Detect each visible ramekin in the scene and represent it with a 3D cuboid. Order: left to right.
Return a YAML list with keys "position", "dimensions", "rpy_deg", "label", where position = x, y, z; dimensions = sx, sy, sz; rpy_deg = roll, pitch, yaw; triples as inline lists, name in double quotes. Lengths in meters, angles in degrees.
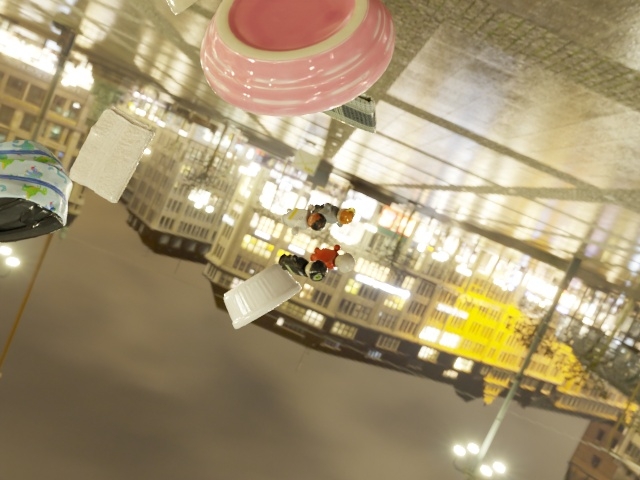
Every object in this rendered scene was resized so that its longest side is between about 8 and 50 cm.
- position: [-0.211, 0.185, 1.887]
  dimensions: [0.127, 0.273, 0.273]
  rpy_deg: [58, -174, 0]
  label: "ramekin"

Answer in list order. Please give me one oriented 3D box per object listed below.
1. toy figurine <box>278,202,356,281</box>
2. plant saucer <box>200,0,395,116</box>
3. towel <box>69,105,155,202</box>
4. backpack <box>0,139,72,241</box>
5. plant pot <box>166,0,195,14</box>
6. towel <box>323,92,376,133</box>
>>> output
- position: [0.000, 0.000, 1.507]
  dimensions: [0.148, 0.209, 0.213]
  rpy_deg: [13, -167, 39]
  label: "toy figurine"
- position: [-0.043, -0.352, 0.903]
  dimensions: [0.332, 0.332, 0.084]
  rpy_deg: [26, 155, 22]
  label: "plant saucer"
- position: [-0.678, -0.282, 1.764]
  dimensions: [0.187, 0.282, 0.049]
  rpy_deg: [29, -177, 9]
  label: "towel"
- position: [-0.803, -0.108, 1.337]
  dimensions: [0.356, 0.273, 0.290]
  rpy_deg: [4, 153, 15]
  label: "backpack"
- position: [-0.449, -0.938, 1.844]
  dimensions: [0.191, 0.284, 0.284]
  rpy_deg: [49, 172, -30]
  label: "plant pot"
- position: [0.057, -0.511, 1.961]
  dimensions: [0.325, 0.056, 0.312]
  rpy_deg: [25, 176, 11]
  label: "towel"
